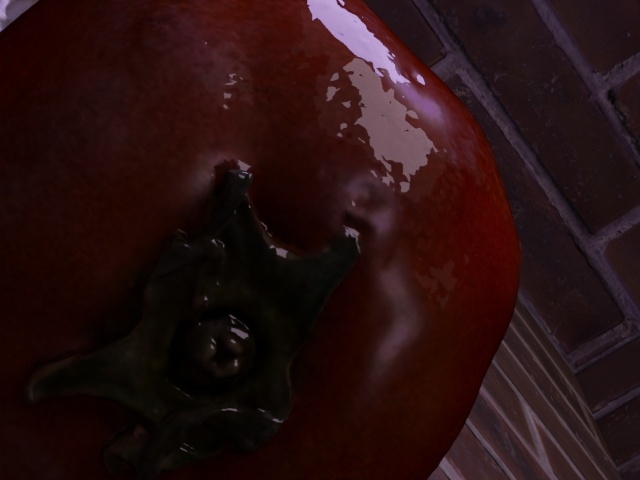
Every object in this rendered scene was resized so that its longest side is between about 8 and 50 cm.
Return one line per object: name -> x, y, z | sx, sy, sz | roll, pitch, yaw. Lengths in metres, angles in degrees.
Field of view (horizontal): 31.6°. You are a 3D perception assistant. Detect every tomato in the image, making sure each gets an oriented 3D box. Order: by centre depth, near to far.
tomato -> -0.075, 0.010, 0.587 | 0.293, 0.325, 0.290 | 40, 5, -18

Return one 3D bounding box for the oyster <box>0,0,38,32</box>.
oyster -> -0.222, -0.112, 0.798 | 0.204, 0.111, 0.396 | 10, 54, -29
